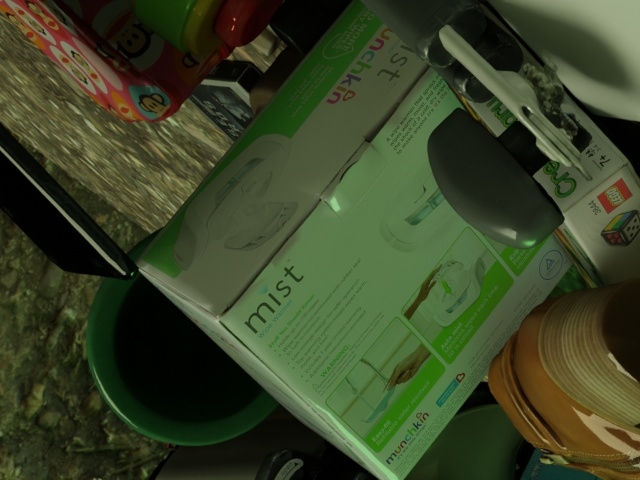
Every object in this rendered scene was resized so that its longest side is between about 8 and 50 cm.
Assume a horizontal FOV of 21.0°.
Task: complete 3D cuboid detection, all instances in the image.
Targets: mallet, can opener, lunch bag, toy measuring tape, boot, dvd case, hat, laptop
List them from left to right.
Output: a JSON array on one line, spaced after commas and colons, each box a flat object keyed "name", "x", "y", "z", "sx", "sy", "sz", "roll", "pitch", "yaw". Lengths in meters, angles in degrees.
[{"name": "laptop", "x": -0.231, "y": -0.195, "z": 1.315, "sx": 0.408, "sy": 0.236, "sz": 0.382, "roll": 47, "pitch": 170, "yaw": -10}, {"name": "lunch bag", "x": -0.223, "y": -0.229, "z": 1.604, "sx": 0.258, "sy": 0.120, "sz": 0.293, "roll": 43, "pitch": 171, "yaw": -16}, {"name": "hat", "x": -0.114, "y": 0.068, "z": 1.414, "sx": 0.173, "sy": 0.208, "sz": 0.183, "roll": 38, "pitch": -179, "yaw": -14}, {"name": "toy measuring tape", "x": -0.083, "y": -0.180, "z": 1.322, "sx": 0.121, "sy": 0.121, "sz": 0.330, "roll": 38, "pitch": 171, "yaw": 9}, {"name": "dvd case", "x": -0.060, "y": -0.118, "z": 1.784, "sx": 0.179, "sy": 0.029, "sz": 0.239, "roll": 43, "pitch": 169, "yaw": -21}, {"name": "mallet", "x": 0.007, "y": -0.165, "z": 1.314, "sx": 0.039, "sy": 0.062, "sz": 0.190, "roll": 43, "pitch": -174, "yaw": 7}, {"name": "can opener", "x": 0.068, "y": -0.104, "z": 0.997, "sx": 0.074, "sy": 0.093, "sz": 0.280, "roll": 41, "pitch": -169, "yaw": -39}, {"name": "boot", "x": 0.223, "y": 0.142, "z": 1.025, "sx": 0.283, "sy": 0.109, "sz": 0.220, "roll": 38, "pitch": 162, "yaw": -2}]

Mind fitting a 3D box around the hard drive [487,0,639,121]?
[{"name": "hard drive", "x": 0.103, "y": -0.171, "z": 0.866, "sx": 0.307, "sy": 0.040, "sz": 0.203, "roll": 43, "pitch": 170, "yaw": -23}]

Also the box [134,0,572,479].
[{"name": "box", "x": 0.043, "y": 0.000, "z": 1.233, "sx": 0.127, "sy": 0.262, "sz": 0.231, "roll": 28, "pitch": 166, "yaw": 51}]

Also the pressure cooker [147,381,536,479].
[{"name": "pressure cooker", "x": 0.067, "y": 0.296, "z": 1.458, "sx": 0.420, "sy": 0.370, "sz": 0.375, "roll": -11, "pitch": 96, "yaw": 51}]

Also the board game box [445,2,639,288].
[{"name": "board game box", "x": 0.189, "y": -0.001, "z": 1.127, "sx": 0.305, "sy": 0.053, "sz": 0.193, "roll": 49, "pitch": -174, "yaw": -43}]

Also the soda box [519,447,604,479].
[{"name": "soda box", "x": 0.224, "y": 0.131, "z": 1.287, "sx": 0.067, "sy": 0.210, "sz": 0.071, "roll": 6, "pitch": 149, "yaw": 47}]

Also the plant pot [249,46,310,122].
[{"name": "plant pot", "x": 0.000, "y": 0.000, "z": 1.500, "sx": 0.263, "sy": 0.229, "sz": 0.263, "roll": 38, "pitch": 172, "yaw": 7}]
